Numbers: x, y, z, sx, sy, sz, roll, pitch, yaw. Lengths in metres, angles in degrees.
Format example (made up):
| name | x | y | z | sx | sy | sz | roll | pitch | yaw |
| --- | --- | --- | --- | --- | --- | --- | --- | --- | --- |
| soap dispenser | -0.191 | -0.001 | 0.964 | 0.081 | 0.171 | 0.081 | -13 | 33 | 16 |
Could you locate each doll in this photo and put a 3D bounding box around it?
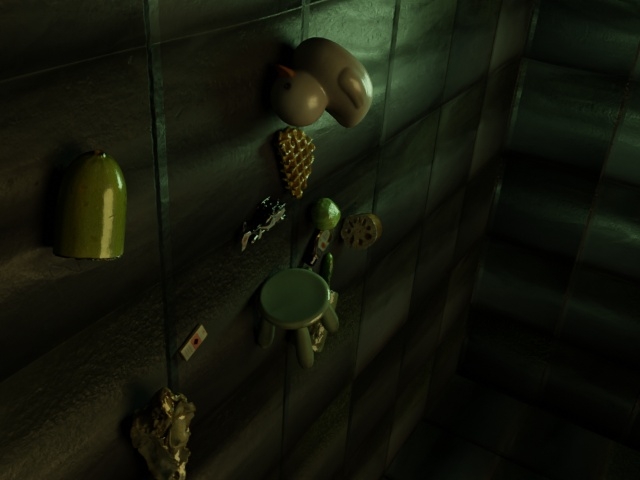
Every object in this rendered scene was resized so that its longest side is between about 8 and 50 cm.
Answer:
| name | x | y | z | sx | sy | sz | roll | pitch | yaw |
| --- | --- | --- | --- | --- | --- | --- | --- | --- | --- |
| doll | -0.005 | -0.342 | 1.584 | 0.251 | 0.221 | 0.221 | 37 | 73 | -36 |

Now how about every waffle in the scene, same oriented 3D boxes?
| name | x | y | z | sx | sy | sz | roll | pitch | yaw |
| --- | --- | --- | --- | --- | --- | --- | --- | --- | --- |
| waffle | -0.072 | -0.198 | 1.711 | 0.192 | 0.046 | 0.161 | 24 | 86 | -64 |

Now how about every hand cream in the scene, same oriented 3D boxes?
| name | x | y | z | sx | sy | sz | roll | pitch | yaw |
| --- | --- | --- | --- | --- | --- | --- | --- | --- | --- |
| hand cream | 0.000 | 0.000 | 2.006 | 0.062 | 0.039 | 0.163 | 46 | 64 | -45 |

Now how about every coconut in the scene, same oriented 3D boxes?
| name | x | y | z | sx | sy | sz | roll | pitch | yaw |
| --- | --- | --- | --- | --- | --- | --- | --- | --- | --- |
| coconut | 0.015 | -0.071 | 1.931 | 0.088 | 0.088 | 0.096 | -58 | 147 | -23 |

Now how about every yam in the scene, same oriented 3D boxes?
| name | x | y | z | sx | sy | sz | roll | pitch | yaw |
| --- | --- | --- | --- | --- | --- | --- | --- | --- | --- |
| yam | -0.017 | 0.233 | 2.058 | 0.107 | 0.107 | 0.194 | 16 | 93 | -64 |

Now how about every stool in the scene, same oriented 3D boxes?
| name | x | y | z | sx | sy | sz | roll | pitch | yaw |
| --- | --- | --- | --- | --- | --- | --- | --- | --- | --- |
| stool | -0.067 | 0.205 | 1.853 | 0.195 | 0.195 | 0.199 | -52 | 154 | -33 |

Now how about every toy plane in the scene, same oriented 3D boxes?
| name | x | y | z | sx | sy | sz | roll | pitch | yaw |
| --- | --- | --- | --- | --- | --- | --- | --- | --- | --- |
| toy plane | -0.138 | -0.047 | 1.687 | 0.197 | 0.053 | 0.078 | -46 | 155 | -47 |

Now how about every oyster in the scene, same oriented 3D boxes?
| name | x | y | z | sx | sy | sz | roll | pitch | yaw |
| --- | --- | --- | --- | --- | --- | --- | --- | --- | --- |
| oyster | -0.352 | 0.442 | 1.542 | 0.341 | 0.110 | 0.166 | 83 | 20 | -49 |

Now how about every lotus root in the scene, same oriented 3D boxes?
| name | x | y | z | sx | sy | sz | roll | pitch | yaw |
| --- | --- | --- | --- | --- | --- | --- | --- | --- | --- |
| lotus root | 0.132 | -0.029 | 2.151 | 0.081 | 0.122 | 0.112 | -16 | 97 | -67 |

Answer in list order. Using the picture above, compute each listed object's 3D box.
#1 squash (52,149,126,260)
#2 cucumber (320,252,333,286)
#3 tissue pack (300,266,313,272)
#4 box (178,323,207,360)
| name | x | y | z | sx | sy | sz | roll | pitch | yaw |
| --- | --- | --- | --- | --- | --- | --- | --- | --- | --- |
| squash | -0.380 | -0.060 | 1.130 | 0.123 | 0.123 | 0.187 | -19 | 121 | -58 |
| cucumber | 0.018 | 0.112 | 2.120 | 0.037 | 0.037 | 0.155 | -28 | 132 | -54 |
| tissue pack | -0.034 | 0.123 | 1.970 | 0.042 | 0.083 | 0.062 | -10 | 123 | -17 |
| box | -0.302 | 0.241 | 1.613 | 0.083 | 0.012 | 0.046 | -55 | 150 | -28 |
